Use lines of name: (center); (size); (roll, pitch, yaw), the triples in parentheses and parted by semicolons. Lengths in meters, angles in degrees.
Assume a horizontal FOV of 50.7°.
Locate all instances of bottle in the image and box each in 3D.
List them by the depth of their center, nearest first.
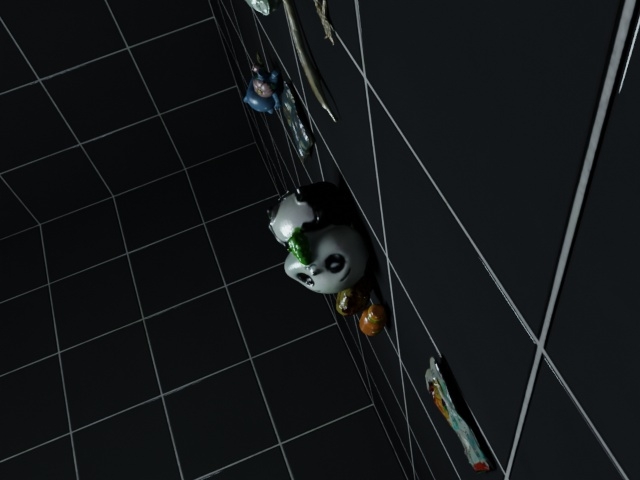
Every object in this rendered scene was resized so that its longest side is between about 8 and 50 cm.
bottle: (0.140, 0.202, 1.761); (0.187, 0.069, 0.069); (89, 159, -73)

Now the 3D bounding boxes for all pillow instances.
pillow: (-0.069, -0.331, 1.915); (0.255, 0.034, 0.189); (123, 125, -84)

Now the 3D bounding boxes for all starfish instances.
starfish: (0.007, -0.368, 1.116); (0.092, 0.016, 0.086); (87, 159, -66)

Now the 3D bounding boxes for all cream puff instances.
cream puff: (0.092, 0.133, 1.759); (0.149, 0.084, 0.149); (-166, 90, -89)

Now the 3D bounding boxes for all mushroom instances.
mushroom: (-0.032, -0.380, 1.362); (0.306, 0.043, 0.068); (67, -160, -7)

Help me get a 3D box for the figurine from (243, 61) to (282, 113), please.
figurine: (-0.161, -0.470, 2.013); (0.178, 0.114, 0.145); (125, 152, -68)

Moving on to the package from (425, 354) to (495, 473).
package: (0.256, 0.338, 1.299); (0.166, 0.040, 0.232); (85, 161, -71)

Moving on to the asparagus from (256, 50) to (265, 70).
asparagus: (-0.188, -0.565, 2.283); (0.163, 0.016, 0.016); (67, -166, 0)

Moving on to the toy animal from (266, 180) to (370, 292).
toy animal: (-0.005, 0.001, 1.640); (0.212, 0.212, 0.267); (85, 164, -72)

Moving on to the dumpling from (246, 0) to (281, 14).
dumpling: (-0.099, -0.518, 1.228); (0.104, 0.149, 0.217); (21, -142, -39)
